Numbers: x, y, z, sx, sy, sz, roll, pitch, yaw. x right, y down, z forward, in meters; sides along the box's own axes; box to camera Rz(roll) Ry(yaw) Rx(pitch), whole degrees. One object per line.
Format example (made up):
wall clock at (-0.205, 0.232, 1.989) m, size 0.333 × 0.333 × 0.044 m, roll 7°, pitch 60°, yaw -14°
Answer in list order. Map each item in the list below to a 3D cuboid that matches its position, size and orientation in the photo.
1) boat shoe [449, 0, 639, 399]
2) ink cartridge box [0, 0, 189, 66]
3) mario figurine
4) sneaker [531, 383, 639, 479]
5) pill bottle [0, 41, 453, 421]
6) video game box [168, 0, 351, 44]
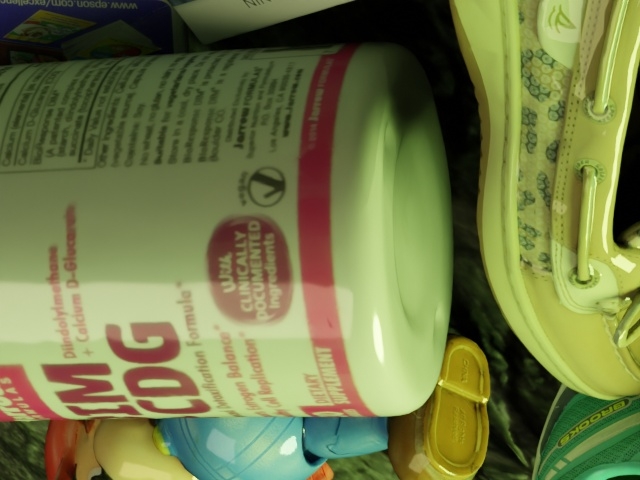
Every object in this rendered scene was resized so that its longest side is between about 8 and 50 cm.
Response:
boat shoe at (0.117, -0.039, 0.717) m, size 0.089 × 0.104 × 0.285 m, roll 16°, pitch 143°, yaw 34°
ink cartridge box at (-0.165, -0.068, 0.931) m, size 0.206 × 0.045 × 0.208 m, roll 3°, pitch 141°, yaw 0°
mario figurine at (-0.056, 0.126, 1.027) m, size 0.320 × 0.170 × 0.198 m, roll -26°, pitch 85°, yaw 51°
sneaker at (0.215, 0.101, 0.794) m, size 0.275 × 0.110 × 0.107 m, roll -7°, pitch 130°, yaw 37°
pill bottle at (-0.093, 0.000, 0.837) m, size 0.283 × 0.160 × 0.160 m, roll -2°, pitch 136°, yaw 16°
video game box at (-0.040, -0.180, 0.740) m, size 0.187 × 0.048 × 0.205 m, roll -11°, pitch 126°, yaw 48°
